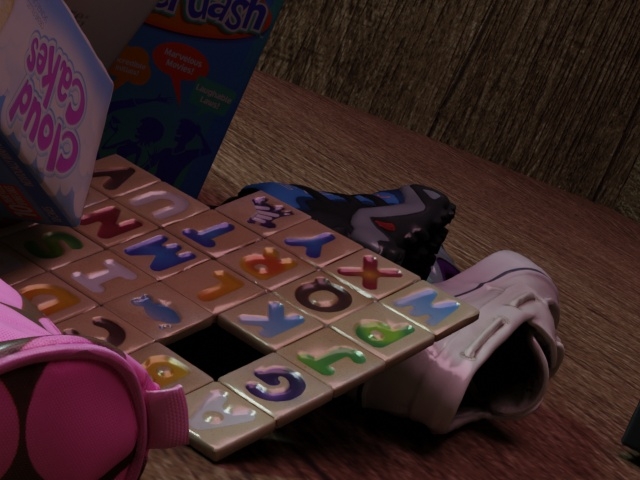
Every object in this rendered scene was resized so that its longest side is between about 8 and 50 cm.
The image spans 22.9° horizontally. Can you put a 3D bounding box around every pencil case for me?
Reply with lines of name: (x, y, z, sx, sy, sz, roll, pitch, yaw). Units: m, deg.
pencil case: (-0.135, 0.031, 0.544, 0.098, 0.095, 0.209, -23, 36, -27)

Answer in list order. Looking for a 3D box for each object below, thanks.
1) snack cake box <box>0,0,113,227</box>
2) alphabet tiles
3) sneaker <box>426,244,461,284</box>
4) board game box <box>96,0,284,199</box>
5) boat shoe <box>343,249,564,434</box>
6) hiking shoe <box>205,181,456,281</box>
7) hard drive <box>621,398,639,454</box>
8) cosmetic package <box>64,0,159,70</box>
snack cake box: (-0.209, -0.103, 0.718, 0.152, 0.089, 0.264, 6, -21, 13)
alphabet tiles: (-0.068, 0.017, 0.811, 0.237, 0.009, 0.198, 29, 34, 31)
sneaker: (0.073, 0.024, 1.266, 0.098, 0.083, 0.224, 45, 14, 0)
board game box: (-0.132, -0.130, 1.120, 0.160, 0.210, 0.047, 20, 13, -18)
boat shoe: (0.102, 0.066, 0.954, 0.088, 0.096, 0.267, 32, 12, 22)
hiking shoe: (0.000, 0.000, 1.008, 0.132, 0.113, 0.304, 26, 9, 12)
hard drive: (0.374, 0.171, 1.139, 0.237, 0.064, 0.339, 28, 10, 25)
cosmetic package: (-0.257, -0.294, 0.921, 0.329, 0.394, 0.327, 16, 32, -48)
